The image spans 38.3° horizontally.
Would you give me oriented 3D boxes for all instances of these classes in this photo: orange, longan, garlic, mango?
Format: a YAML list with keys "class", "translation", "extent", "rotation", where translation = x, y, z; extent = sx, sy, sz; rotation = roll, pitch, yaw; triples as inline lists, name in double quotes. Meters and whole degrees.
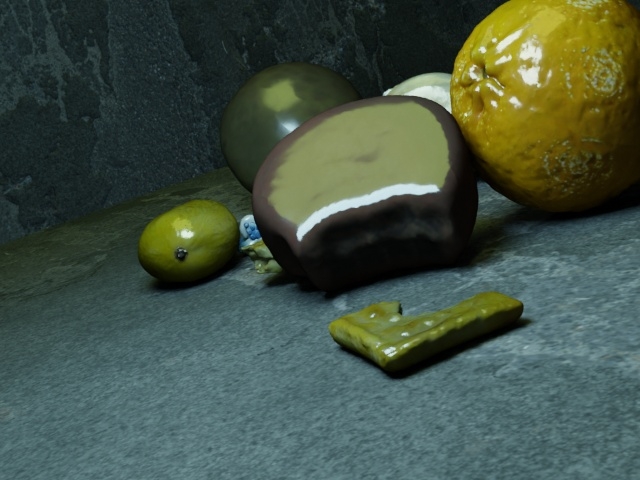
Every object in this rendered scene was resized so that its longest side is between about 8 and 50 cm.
- class: "orange"
  translation: [0.348, -0.213, 1.380]
  extent: [0.293, 0.340, 0.341]
  rotation: [6, 1, -24]
- class: "longan"
  translation: [-0.047, -0.242, 2.142]
  extent: [0.405, 0.336, 0.404]
  rotation: [18, 22, -8]
- class: "garlic"
  translation: [0.228, -0.207, 1.858]
  extent: [0.313, 0.286, 0.249]
  rotation: [-11, 49, 2]
- class: "mango"
  translation: [-0.251, 0.002, 1.755]
  extent: [0.195, 0.142, 0.331]
  rotation: [-20, 4, -7]

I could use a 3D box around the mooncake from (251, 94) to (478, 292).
- class: "mooncake"
  translation: [0.079, -0.061, 1.353]
  extent: [0.326, 0.174, 0.334]
  rotation: [-38, 48, -12]

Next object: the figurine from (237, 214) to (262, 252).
- class: "figurine"
  translation: [-0.127, -0.022, 1.812]
  extent: [0.114, 0.079, 0.114]
  rotation: [-54, 19, 28]

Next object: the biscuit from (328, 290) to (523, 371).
- class: "biscuit"
  translation: [0.110, 0.092, 1.040]
  extent: [0.174, 0.039, 0.183]
  rotation: [-22, 14, -21]

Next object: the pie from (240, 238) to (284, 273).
- class: "pie"
  translation: [0.000, 0.000, 1.553]
  extent: [0.129, 0.068, 0.282]
  rotation: [3, 18, 45]
